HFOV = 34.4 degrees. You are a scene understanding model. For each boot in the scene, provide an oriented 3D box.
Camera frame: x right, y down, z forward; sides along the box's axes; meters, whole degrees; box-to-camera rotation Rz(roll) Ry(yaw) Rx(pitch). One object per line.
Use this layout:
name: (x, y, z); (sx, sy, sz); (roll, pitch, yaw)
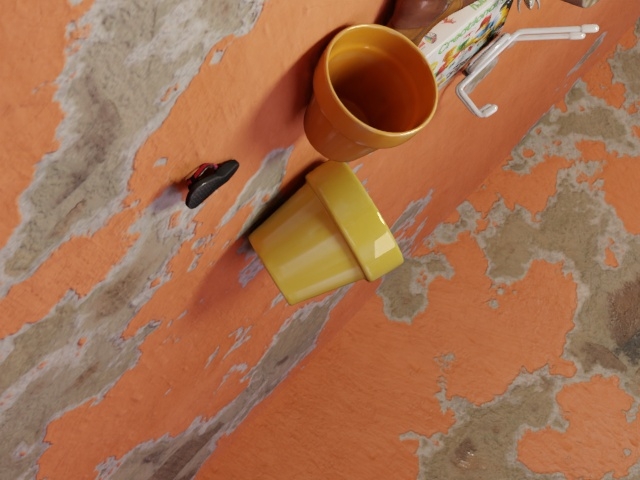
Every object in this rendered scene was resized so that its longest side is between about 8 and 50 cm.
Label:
boot: (0.189, -0.377, 1.860); (0.264, 0.096, 0.280); (-29, 157, -51)

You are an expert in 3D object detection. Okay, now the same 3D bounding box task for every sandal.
sandal: (-0.182, -0.098, 1.654); (0.067, 0.040, 0.179); (-49, 180, 24)

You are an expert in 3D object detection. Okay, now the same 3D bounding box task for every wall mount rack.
wall mount rack: (0.430, -0.395, 2.239); (0.304, 0.130, 0.350); (-41, -178, 10)

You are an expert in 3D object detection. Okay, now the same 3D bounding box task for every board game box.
board game box: (0.277, -0.411, 2.093); (0.305, 0.053, 0.193); (-42, 164, -22)

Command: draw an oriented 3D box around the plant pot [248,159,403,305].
plant pot: (0.000, 0.000, 2.032); (0.239, 0.254, 0.254); (-32, 164, -2)

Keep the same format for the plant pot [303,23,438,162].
plant pot: (0.063, -0.227, 1.736); (0.205, 0.205, 0.188); (-38, 178, -32)

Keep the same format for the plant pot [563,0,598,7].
plant pot: (0.371, -0.528, 1.636); (0.323, 0.280, 0.323); (-45, 165, -16)

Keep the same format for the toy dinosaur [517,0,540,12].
toy dinosaur: (0.428, -0.605, 1.967); (0.314, 0.121, 0.160); (-62, 170, 4)
